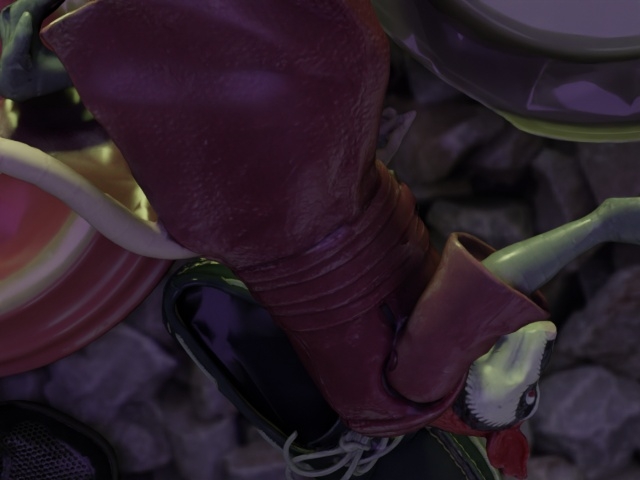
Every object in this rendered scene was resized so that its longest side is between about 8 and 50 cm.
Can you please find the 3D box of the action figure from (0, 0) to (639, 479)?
[{"bbox_3d":[0.000,0.000,0.745,0.276,0.248,0.370,-42,107,-21],"label":"action figure"}]

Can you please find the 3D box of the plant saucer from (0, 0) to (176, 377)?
[{"bbox_3d":[-0.231,-0.074,0.867,0.332,0.084,0.332,0,96,2],"label":"plant saucer"}]

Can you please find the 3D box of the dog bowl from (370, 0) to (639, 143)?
[{"bbox_3d":[0.158,-0.230,0.822,0.349,0.102,0.348,0,95,2],"label":"dog bowl"}]

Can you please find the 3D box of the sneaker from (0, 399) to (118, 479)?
[{"bbox_3d":[-0.240,0.137,0.868,0.228,0.130,0.087,15,98,-1],"label":"sneaker"}]

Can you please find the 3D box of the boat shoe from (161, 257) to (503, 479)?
[{"bbox_3d":[0.009,0.101,0.875,0.254,0.079,0.095,44,96,-2],"label":"boat shoe"}]
